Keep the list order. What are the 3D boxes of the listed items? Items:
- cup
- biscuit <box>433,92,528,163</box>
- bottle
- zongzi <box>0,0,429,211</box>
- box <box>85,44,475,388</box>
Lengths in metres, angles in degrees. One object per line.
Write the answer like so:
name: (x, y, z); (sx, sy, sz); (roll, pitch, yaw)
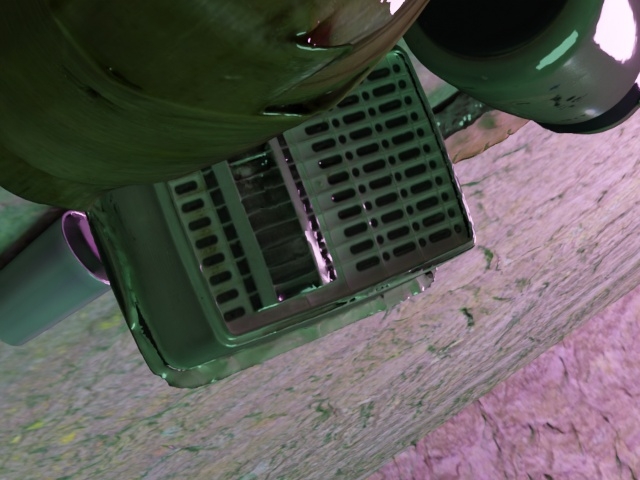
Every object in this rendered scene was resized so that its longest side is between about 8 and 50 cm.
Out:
cup: (-0.224, 0.029, 1.055); (0.116, 0.074, 0.104); (-36, -172, 18)
biscuit: (0.190, -0.138, 1.302); (0.290, 0.038, 0.141); (-34, 160, 4)
bottle: (0.194, -0.176, 1.049); (0.168, 0.168, 0.347); (-39, 160, 16)
zongzi: (-0.049, -0.169, 0.675); (0.418, 0.181, 0.447); (-46, -165, -30)
box: (-0.038, -0.025, 0.973); (0.290, 0.220, 0.166); (-20, 178, -32)
